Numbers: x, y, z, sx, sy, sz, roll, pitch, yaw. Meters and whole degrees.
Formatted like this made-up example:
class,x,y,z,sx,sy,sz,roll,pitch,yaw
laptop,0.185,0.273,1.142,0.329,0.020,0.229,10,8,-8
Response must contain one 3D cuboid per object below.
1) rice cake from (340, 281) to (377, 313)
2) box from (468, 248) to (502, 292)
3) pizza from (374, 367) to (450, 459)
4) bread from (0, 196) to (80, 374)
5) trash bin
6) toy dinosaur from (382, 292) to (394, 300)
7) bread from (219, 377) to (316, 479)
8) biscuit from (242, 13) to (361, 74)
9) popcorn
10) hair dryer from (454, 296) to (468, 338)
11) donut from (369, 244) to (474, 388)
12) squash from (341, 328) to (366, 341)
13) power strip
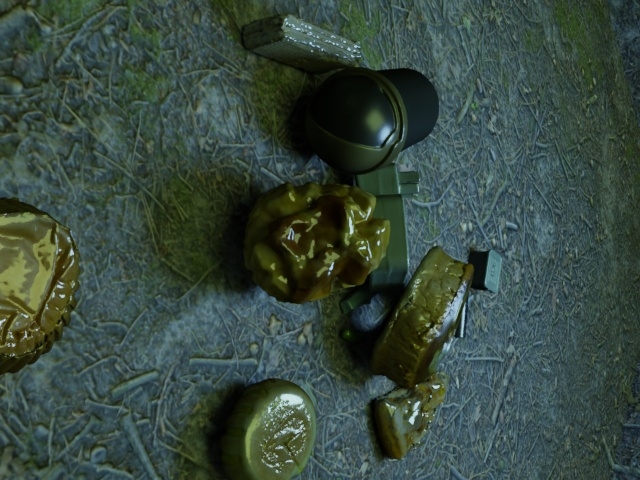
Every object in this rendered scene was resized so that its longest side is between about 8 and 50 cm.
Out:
class,x,y,z,sx,sy,sz,roll,pitch,yaw
rice cake,0.108,0.119,1.598,0.180,0.030,0.042,-29,94,-47
box,0.464,0.087,2.010,0.084,0.069,0.122,29,68,-45
pizza,0.237,0.413,1.727,0.297,0.071,0.188,-18,103,-50
bread,-0.403,0.060,0.885,0.240,0.139,0.239,-5,96,-49
trash bin,0.104,-0.254,1.457,0.334,0.214,0.214,-27,110,-51
toy dinosaur,0.147,0.045,1.630,0.106,0.044,0.187,-19,82,-27
bread,-0.100,0.353,1.285,0.213,0.105,0.213,-1,91,-47
biscuit,-0.032,-0.377,1.368,0.239,0.108,0.061,1,88,-51
popcorn,0.000,0.000,1.306,0.225,0.265,0.332,69,12,14
hair dryer,0.328,0.172,1.866,0.195,0.050,0.173,8,83,-46
donut,0.239,0.182,1.598,0.330,0.160,0.330,-56,168,-19
squash,0.074,0.212,1.563,0.089,0.027,0.027,22,73,-52
power strip,0.153,-0.035,1.506,0.229,0.141,0.260,81,5,-73
